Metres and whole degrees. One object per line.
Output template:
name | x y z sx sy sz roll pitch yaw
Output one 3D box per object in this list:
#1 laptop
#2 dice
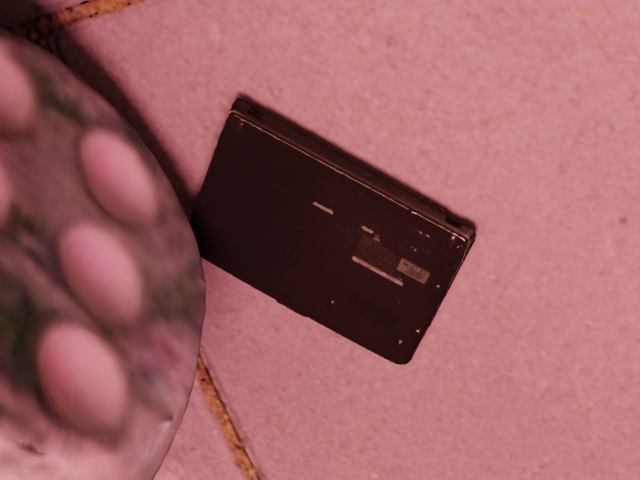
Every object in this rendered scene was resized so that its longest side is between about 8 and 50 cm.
laptop | 0.000 0.000 1.092 0.207 0.026 0.154 30 127 7
dice | -0.299 0.059 1.031 0.330 0.328 0.348 34 129 -29
